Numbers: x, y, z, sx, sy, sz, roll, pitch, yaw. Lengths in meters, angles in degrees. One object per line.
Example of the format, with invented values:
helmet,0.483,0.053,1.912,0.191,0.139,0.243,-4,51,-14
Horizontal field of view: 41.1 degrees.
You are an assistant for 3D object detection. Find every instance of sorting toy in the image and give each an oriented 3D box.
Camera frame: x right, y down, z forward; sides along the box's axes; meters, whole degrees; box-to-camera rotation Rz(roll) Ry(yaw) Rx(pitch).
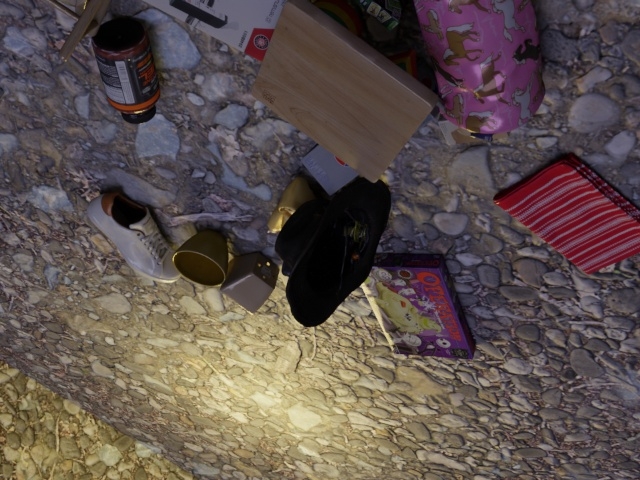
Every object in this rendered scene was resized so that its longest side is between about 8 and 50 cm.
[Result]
sorting toy,0.043,-0.246,1.327,0.257,0.089,0.255,36,153,0

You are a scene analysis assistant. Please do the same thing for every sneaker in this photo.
sneaker,-0.426,-0.003,2.057,0.123,0.106,0.290,-17,128,44

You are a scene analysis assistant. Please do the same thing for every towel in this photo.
towel,0.483,-0.041,1.602,0.275,0.031,0.199,35,143,-18

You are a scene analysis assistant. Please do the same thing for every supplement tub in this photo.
supplement tub,-0.363,-0.315,1.625,0.106,0.106,0.198,13,144,12

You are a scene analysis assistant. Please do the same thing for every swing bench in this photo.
swing bench,-0.450,-0.481,1.395,0.253,0.165,0.255,32,120,-13

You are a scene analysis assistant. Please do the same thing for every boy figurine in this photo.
boy figurine,-0.032,-0.022,1.845,0.177,0.092,0.285,17,147,11

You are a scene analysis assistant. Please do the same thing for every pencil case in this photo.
pencil case,0.220,-0.334,1.255,0.160,0.167,0.386,33,158,43

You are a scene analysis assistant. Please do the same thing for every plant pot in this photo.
plant pot,-0.160,0.092,2.054,0.109,0.109,0.096,40,128,-23
plant pot,-0.272,0.031,2.032,0.134,0.095,0.134,14,144,10

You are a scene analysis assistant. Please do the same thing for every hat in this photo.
hat,0.000,0.000,1.692,0.134,0.331,0.331,27,149,26

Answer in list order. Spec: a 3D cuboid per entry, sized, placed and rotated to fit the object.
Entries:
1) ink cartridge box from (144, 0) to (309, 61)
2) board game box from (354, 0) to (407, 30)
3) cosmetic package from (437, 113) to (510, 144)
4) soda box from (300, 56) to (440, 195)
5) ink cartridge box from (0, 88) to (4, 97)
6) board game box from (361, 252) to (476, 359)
ink cartridge box,-0.144,-0.428,1.355,0.272,0.114,0.197,27,144,-6
board game box,0.027,-0.431,1.245,0.259,0.136,0.030,35,139,-18
cosmetic package,0.270,-0.206,1.488,0.115,0.041,0.060,-5,136,33
soda box,0.095,-0.197,1.510,0.091,0.098,0.286,49,134,-7
ink cartridge box,-0.855,-0.387,1.828,0.185,0.065,0.311,-12,131,38
board game box,0.223,0.156,1.981,0.208,0.056,0.347,-3,137,24
